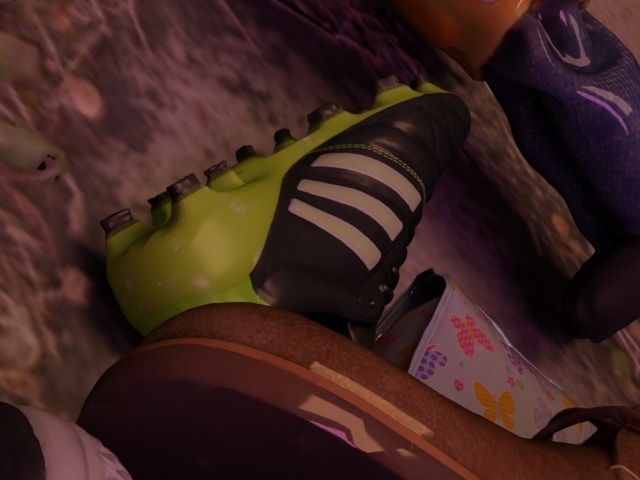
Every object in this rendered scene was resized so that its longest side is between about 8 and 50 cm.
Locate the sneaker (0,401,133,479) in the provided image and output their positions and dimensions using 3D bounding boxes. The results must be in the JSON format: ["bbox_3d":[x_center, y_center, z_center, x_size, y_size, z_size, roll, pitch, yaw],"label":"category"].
[{"bbox_3d":[-0.101,0.109,0.298,0.153,0.101,0.268,34,29,-30],"label":"sneaker"}]

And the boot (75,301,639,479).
[{"bbox_3d":[0.058,0.081,0.509,0.305,0.112,0.115,39,53,-37],"label":"boot"}]

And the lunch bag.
[{"bbox_3d":[0.040,0.057,0.597,0.071,0.053,0.083,45,42,-15],"label":"lunch bag"}]

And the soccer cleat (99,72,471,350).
[{"bbox_3d":[0.000,0.000,0.603,0.179,0.060,0.072,-32,96,-54],"label":"soccer cleat"}]

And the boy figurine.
[{"bbox_3d":[0.044,-0.100,0.710,0.285,0.092,0.177,51,1,-1],"label":"boy figurine"}]
